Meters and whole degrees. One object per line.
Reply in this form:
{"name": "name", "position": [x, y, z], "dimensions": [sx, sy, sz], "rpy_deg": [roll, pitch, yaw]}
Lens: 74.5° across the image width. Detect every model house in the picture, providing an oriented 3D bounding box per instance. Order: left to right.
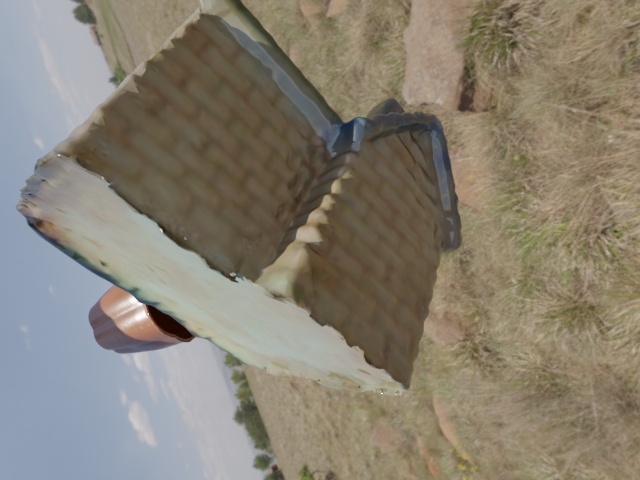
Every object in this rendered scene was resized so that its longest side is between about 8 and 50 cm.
{"name": "model house", "position": [-0.078, -0.072, 0.601], "dimensions": [0.445, 0.400, 0.395], "rpy_deg": [40, 151, -25]}

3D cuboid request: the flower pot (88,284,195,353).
{"name": "flower pot", "position": [-0.366, 0.145, 0.876], "dimensions": [0.191, 0.173, 0.191], "rpy_deg": [55, -160, -32]}
